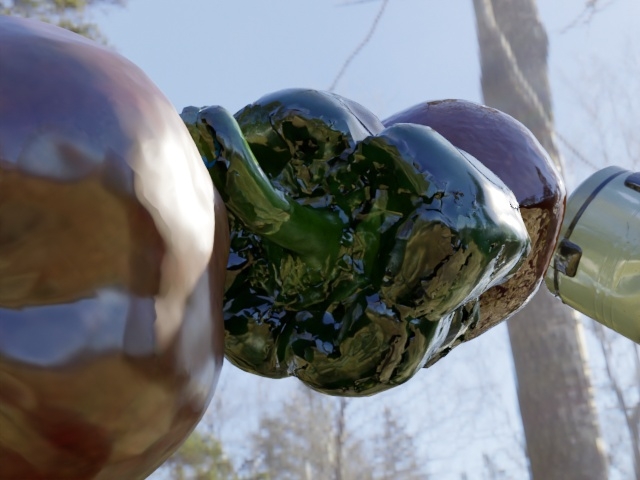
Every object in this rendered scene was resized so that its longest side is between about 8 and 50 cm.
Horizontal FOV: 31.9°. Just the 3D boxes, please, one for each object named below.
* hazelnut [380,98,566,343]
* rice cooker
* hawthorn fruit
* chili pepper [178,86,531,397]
[{"bbox_3d":[0.094,-0.015,0.868,0.208,0.208,0.208,-6,-24,-3],"label":"hazelnut"},{"bbox_3d":[0.435,0.017,1.540,0.244,0.226,0.226,29,4,41],"label":"rice cooker"},{"bbox_3d":[-0.137,0.017,0.457,0.208,0.208,0.248,-6,0,-4],"label":"hawthorn fruit"},{"bbox_3d":[0.000,0.000,0.609,0.261,0.174,0.165,2,-60,-61],"label":"chili pepper"}]
